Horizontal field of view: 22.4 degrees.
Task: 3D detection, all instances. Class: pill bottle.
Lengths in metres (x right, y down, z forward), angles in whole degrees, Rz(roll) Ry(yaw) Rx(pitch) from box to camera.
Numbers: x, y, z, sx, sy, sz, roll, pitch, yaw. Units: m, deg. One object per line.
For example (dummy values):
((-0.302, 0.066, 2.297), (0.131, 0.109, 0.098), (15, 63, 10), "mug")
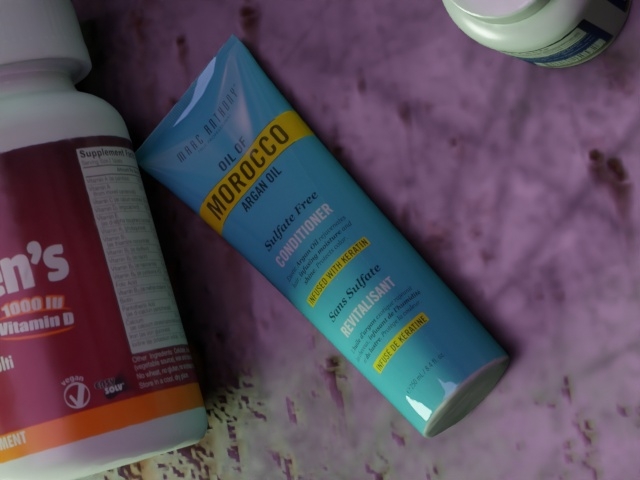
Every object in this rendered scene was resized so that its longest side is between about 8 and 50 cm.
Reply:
((0.087, -0.110, 0.675), (0.067, 0.120, 0.067), (0, 91, 21), "pill bottle")
((-0.137, 0.003, 0.764), (0.121, 0.121, 0.221), (-18, 84, 20), "pill bottle")

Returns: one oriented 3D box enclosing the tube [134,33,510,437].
((0.000, 0.000, 0.754), (0.080, 0.052, 0.207), (-47, 69, 8), "tube")
